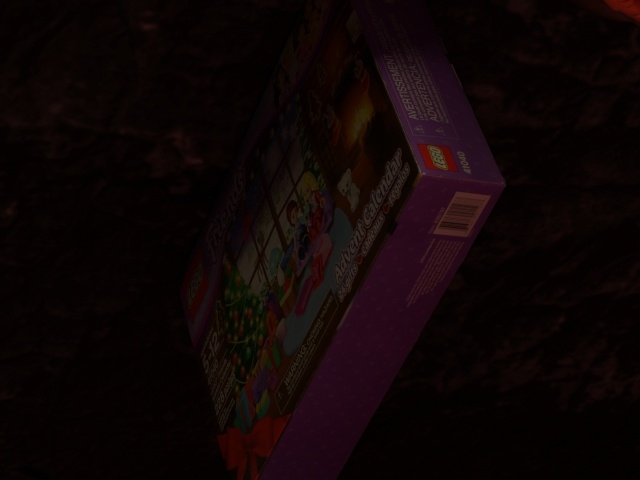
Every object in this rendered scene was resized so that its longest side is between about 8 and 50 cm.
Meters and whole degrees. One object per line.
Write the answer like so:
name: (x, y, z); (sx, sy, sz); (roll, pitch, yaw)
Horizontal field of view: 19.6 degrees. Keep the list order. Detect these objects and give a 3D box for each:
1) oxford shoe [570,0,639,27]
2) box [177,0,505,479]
oxford shoe: (0.087, -0.217, 1.017); (0.133, 0.130, 0.364); (-4, 156, 37)
box: (0.000, 0.000, 1.125); (0.057, 0.201, 0.293); (6, 132, -25)
